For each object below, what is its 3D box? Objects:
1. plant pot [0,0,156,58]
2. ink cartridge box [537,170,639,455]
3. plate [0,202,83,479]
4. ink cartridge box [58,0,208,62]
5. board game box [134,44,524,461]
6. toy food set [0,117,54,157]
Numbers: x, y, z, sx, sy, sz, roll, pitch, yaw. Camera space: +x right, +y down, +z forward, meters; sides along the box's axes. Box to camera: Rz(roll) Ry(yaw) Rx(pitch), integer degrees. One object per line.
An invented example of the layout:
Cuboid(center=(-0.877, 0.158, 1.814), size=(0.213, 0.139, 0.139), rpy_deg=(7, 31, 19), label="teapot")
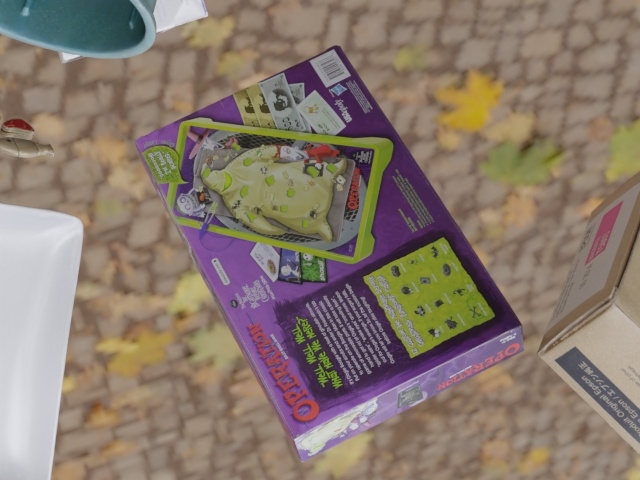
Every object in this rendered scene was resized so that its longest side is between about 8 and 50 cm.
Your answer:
Cuboid(center=(-0.286, -0.428, 1.921), size=(0.341, 0.334, 0.341), rpy_deg=(18, 163, 6), label="plant pot")
Cuboid(center=(0.287, 0.072, 1.378), size=(0.193, 0.234, 0.088), rpy_deg=(44, 125, -7), label="ink cartridge box")
Cuboid(center=(-0.353, 0.094, 1.590), size=(0.045, 0.277, 0.278), rpy_deg=(4, 175, 44), label="plate")
Cuboid(center=(-0.281, -0.366, 2.323), size=(0.208, 0.206, 0.045), rpy_deg=(-19, -172, -12), label="ink cartridge box")
Cuboid(center=(0.000, 0.000, 1.467), size=(0.208, 0.347, 0.056), rpy_deg=(-23, 145, -10), label="board game box")
Cuboid(center=(-0.323, -0.110, 1.676), size=(0.122, 0.078, 0.019), rpy_deg=(0, 125, -40), label="toy food set")
